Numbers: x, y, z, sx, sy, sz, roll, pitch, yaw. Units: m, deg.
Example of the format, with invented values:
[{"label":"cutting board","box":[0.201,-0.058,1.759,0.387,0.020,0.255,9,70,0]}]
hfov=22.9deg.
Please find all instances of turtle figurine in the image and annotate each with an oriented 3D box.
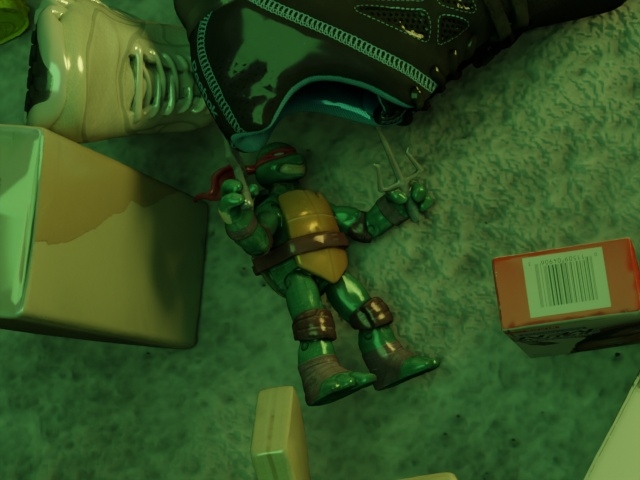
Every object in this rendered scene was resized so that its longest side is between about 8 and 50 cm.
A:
[{"label":"turtle figurine","box":[0.000,0.000,1.173,0.175,0.118,0.234,-14,78,-28]}]

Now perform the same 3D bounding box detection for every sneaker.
[{"label":"sneaker","box":[-0.132,-0.120,1.136,0.118,0.292,0.110,10,101,7]},{"label":"sneaker","box":[0.073,-0.147,1.134,0.341,0.125,0.139,-11,72,-8]}]

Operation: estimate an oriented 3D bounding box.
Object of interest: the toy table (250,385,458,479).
[{"label":"toy table","box":[-0.017,0.238,1.042,0.252,0.160,0.274,-17,34,1]}]

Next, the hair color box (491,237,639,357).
[{"label":"hair color box","box":[0.176,0.043,1.091,0.093,0.167,0.053,-9,79,12]}]

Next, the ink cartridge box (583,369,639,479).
[{"label":"ink cartridge box","box":[0.305,0.129,1.039,0.207,0.117,0.283,27,74,16]}]

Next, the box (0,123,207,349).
[{"label":"box","box":[-0.198,0.004,1.116,0.148,0.311,0.121,4,84,14]}]

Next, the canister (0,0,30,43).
[{"label":"canister","box":[-0.324,-0.236,1.307,0.126,0.073,0.169,-22,76,10]}]
